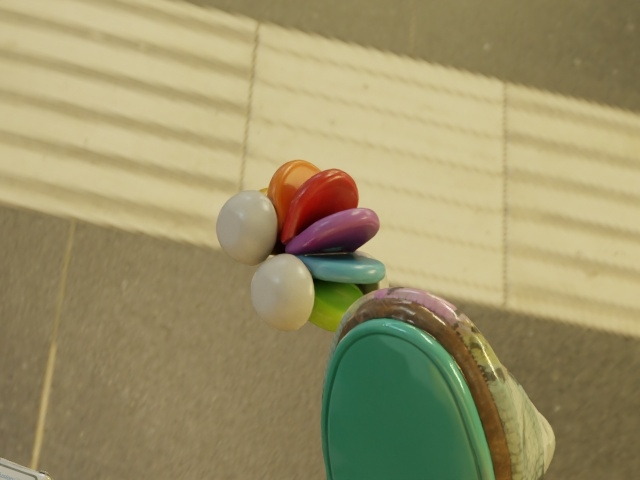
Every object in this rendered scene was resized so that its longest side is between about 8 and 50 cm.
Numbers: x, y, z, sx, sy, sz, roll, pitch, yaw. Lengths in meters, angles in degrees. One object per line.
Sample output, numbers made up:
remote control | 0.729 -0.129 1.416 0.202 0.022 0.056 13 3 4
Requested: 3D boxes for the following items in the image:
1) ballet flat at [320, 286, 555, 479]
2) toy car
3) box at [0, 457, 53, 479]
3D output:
ballet flat | 0.049 0.102 0.517 0.076 0.222 0.079 13 32 38
toy car | 0.000 0.000 1.553 0.159 0.136 0.182 -1 53 -45
box | -0.363 0.326 1.396 0.169 0.087 0.290 10 53 34
